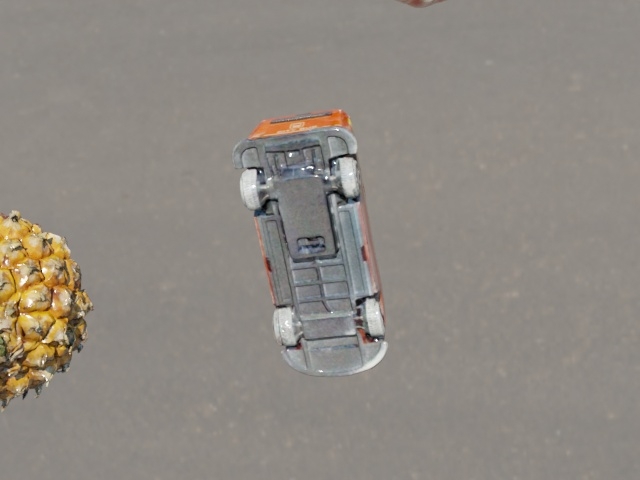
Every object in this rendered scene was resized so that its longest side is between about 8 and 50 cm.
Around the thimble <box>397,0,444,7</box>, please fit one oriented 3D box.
[{"bbox_3d":[0.084,-0.331,1.084,0.239,0.239,0.162,-33,65,-30],"label":"thimble"}]

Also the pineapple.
[{"bbox_3d":[-0.289,0.075,1.080,0.161,0.176,0.137,30,23,-4],"label":"pineapple"}]

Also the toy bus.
[{"bbox_3d":[0.000,0.000,0.831,0.079,0.174,0.077,-7,25,10],"label":"toy bus"}]
